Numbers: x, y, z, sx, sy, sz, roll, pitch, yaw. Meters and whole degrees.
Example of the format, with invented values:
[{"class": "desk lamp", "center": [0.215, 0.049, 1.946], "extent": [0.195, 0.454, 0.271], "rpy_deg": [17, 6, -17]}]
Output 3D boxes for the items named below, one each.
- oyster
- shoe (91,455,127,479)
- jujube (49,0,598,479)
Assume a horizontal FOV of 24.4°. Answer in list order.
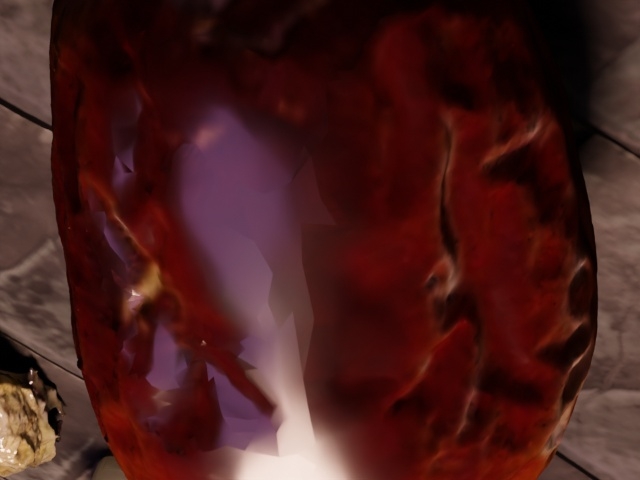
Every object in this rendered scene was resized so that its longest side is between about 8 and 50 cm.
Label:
[{"class": "oyster", "center": [-0.251, 0.140, 1.077], "extent": [0.133, 0.072, 0.209], "rpy_deg": [44, 144, -24]}, {"class": "shoe", "center": [-0.131, 0.279, 1.168], "extent": [0.095, 0.110, 0.265], "rpy_deg": [4, 140, 25]}, {"class": "jujube", "center": [0.000, 0.000, 0.597], "extent": [0.223, 0.223, 0.318], "rpy_deg": [9, 136, 21]}]
